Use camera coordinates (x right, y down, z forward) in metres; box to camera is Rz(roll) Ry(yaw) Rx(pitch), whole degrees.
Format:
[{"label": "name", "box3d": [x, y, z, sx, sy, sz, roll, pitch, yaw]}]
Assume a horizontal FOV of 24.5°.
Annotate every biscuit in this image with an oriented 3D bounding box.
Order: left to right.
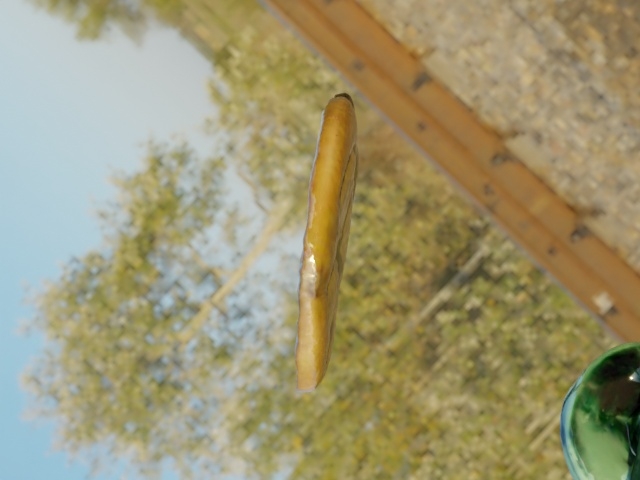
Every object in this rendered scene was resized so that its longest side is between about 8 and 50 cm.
[{"label": "biscuit", "box3d": [0.005, 0.001, 1.240, 0.041, 0.260, 0.203, 7, 162, 0]}]

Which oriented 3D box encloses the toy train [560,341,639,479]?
[{"label": "toy train", "box3d": [0.298, 0.013, 0.785, 0.272, 0.442, 0.179, 21, 157, -11]}]
